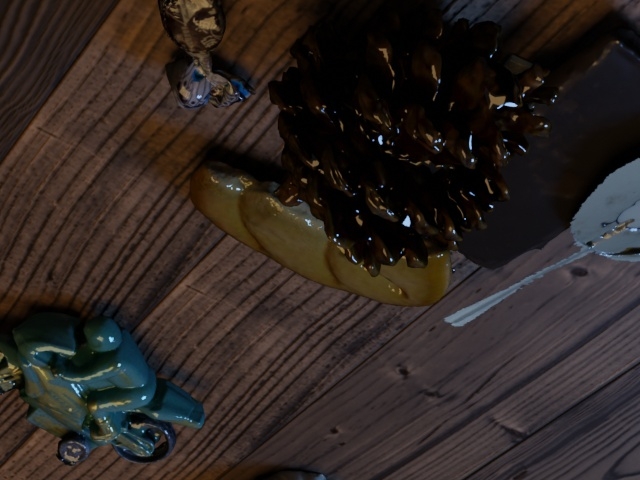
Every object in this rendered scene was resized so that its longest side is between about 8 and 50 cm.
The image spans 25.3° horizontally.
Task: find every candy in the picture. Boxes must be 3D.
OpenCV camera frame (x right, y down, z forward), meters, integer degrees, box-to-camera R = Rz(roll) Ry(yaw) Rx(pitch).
[{"bbox_3d":[-0.111,-0.209,1.330,0.094,0.051,0.226,-8,139,2],"label":"candy"}]

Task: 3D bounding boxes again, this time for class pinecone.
[{"bbox_3d":[0.074,-0.103,1.292,0.257,0.243,0.243,-38,134,-12],"label":"pinecone"}]

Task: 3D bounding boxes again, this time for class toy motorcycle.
[{"bbox_3d":[-0.282,0.170,1.744,0.296,0.109,0.198,34,122,-24],"label":"toy motorcycle"}]

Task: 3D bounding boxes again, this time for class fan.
[{"bbox_3d":[0.296,-0.006,1.456,0.414,0.012,0.233,-29,145,26],"label":"fan"}]

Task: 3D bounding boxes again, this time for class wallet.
[{"bbox_3d":[0.224,-0.084,1.400,0.165,0.042,0.309,34,132,-25],"label":"wallet"}]

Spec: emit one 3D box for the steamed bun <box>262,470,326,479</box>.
[{"bbox_3d":[-0.037,0.400,1.948,0.183,0.106,0.183,4,136,3],"label":"steamed bun"}]

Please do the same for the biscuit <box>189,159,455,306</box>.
[{"bbox_3d":[-0.002,0.001,1.521,0.299,0.045,0.154,20,153,-4],"label":"biscuit"}]

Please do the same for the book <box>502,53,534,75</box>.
[{"bbox_3d":[0.194,-0.105,1.424,0.118,0.012,0.172,23,136,-15],"label":"book"}]
